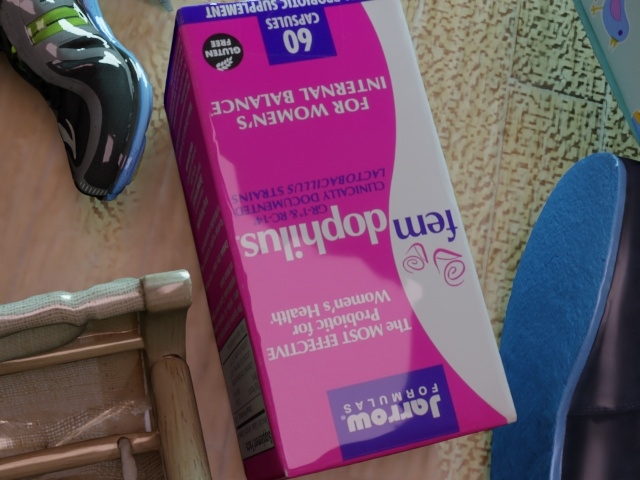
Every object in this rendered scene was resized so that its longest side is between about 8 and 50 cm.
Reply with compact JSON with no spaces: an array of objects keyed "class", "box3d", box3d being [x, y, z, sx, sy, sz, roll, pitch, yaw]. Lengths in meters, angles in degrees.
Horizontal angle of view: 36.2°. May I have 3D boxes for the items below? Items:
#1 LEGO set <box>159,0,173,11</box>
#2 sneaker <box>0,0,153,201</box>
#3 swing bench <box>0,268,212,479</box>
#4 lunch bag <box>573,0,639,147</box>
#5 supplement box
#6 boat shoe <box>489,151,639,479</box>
[{"class":"LEGO set","box3d":[-0.101,-0.172,0.561,0.054,0.023,0.083,-37,84,-18]},{"class":"sneaker","box3d":[-0.143,-0.100,0.500,0.078,0.067,0.188,-10,69,-43]},{"class":"swing bench","box3d":[-0.158,0.164,0.383,0.253,0.165,0.255,-9,71,-13]},{"class":"lunch bag","box3d":[0.275,-0.116,0.538,0.279,0.108,0.224,-8,70,-34]},{"class":"supplement box","box3d":[0.000,0.000,0.486,0.111,0.114,0.220,-11,78,-15]},{"class":"boat shoe","box3d":[0.143,0.087,0.508,0.089,0.109,0.258,12,88,-15]}]
